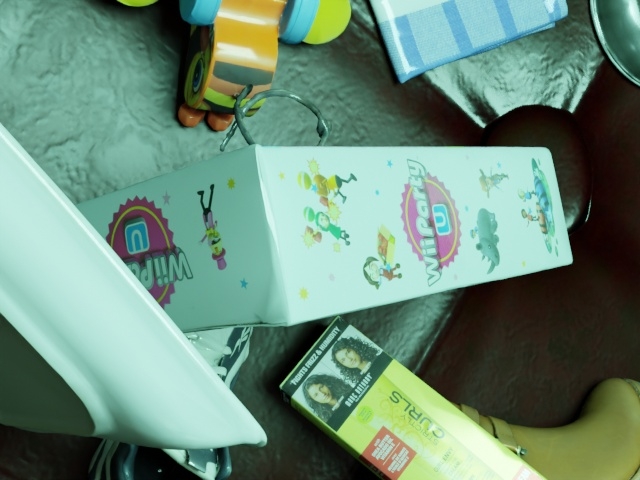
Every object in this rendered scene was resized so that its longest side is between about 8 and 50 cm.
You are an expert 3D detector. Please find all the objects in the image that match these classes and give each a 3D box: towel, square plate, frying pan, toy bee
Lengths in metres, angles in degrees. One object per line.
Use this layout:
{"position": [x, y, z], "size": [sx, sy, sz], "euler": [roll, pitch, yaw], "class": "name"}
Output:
{"position": [0.116, -0.314, 0.796], "size": [0.209, 0.034, 0.285], "euler": [-22, 101, -20], "class": "towel"}
{"position": [-0.231, 0.005, 0.491], "size": [0.347, 0.344, 0.049], "euler": [52, 57, -17], "class": "square plate"}
{"position": [0.384, -0.195, 0.912], "size": [0.197, 0.053, 0.326], "euler": [-9, 93, -22], "class": "frying pan"}
{"position": [-0.081, -0.168, 0.671], "size": [0.195, 0.162, 0.298], "euler": [26, 57, -14], "class": "toy bee"}

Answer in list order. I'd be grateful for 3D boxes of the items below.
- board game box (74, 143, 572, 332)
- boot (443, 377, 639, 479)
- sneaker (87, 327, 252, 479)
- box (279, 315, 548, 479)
{"position": [0.000, 0.000, 0.595], "size": [0.303, 0.224, 0.098], "euler": [-9, 88, -48], "class": "board game box"}
{"position": [0.190, 0.206, 0.823], "size": [0.220, 0.109, 0.283], "euler": [30, 60, 4], "class": "boot"}
{"position": [-0.098, 0.121, 0.656], "size": [0.094, 0.153, 0.235], "euler": [35, 79, -22], "class": "sneaker"}
{"position": [0.079, 0.172, 0.728], "size": [0.232, 0.058, 0.087], "euler": [39, 75, 11], "class": "box"}
